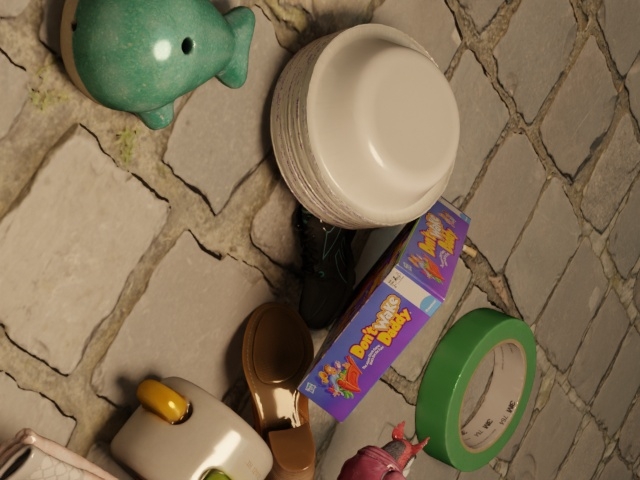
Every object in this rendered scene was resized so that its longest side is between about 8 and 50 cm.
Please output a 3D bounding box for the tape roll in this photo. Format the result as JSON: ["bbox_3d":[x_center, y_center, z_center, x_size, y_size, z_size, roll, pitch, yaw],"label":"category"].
[{"bbox_3d":[0.315,0.297,1.973,0.321,0.077,0.321,-23,122,-42],"label":"tape roll"}]

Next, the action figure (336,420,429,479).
[{"bbox_3d":[0.030,0.411,1.446,0.276,0.248,0.370,45,62,-27],"label":"action figure"}]

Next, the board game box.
[{"bbox_3d":[0.102,0.082,1.430,0.233,0.078,0.347,-53,180,23],"label":"board game box"}]

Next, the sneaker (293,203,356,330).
[{"bbox_3d":[0.000,0.000,1.482,0.106,0.101,0.268,15,87,-38],"label":"sneaker"}]

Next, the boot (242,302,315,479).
[{"bbox_3d":[-0.062,0.258,1.474,0.109,0.284,0.220,-8,149,-14],"label":"boot"}]

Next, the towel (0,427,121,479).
[{"bbox_3d":[-0.362,0.400,1.168,0.332,0.053,0.317,-43,137,-4],"label":"towel"}]

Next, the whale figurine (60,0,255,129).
[{"bbox_3d":[-0.161,-0.229,1.140,0.272,0.141,0.216,-2,107,-50],"label":"whale figurine"}]

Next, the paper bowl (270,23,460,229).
[{"bbox_3d":[0.082,-0.161,1.383,0.284,0.148,0.285,4,83,-37],"label":"paper bowl"}]

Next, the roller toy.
[{"bbox_3d":[-0.168,0.278,1.310,0.146,0.209,0.191,-51,176,-21],"label":"roller toy"}]
